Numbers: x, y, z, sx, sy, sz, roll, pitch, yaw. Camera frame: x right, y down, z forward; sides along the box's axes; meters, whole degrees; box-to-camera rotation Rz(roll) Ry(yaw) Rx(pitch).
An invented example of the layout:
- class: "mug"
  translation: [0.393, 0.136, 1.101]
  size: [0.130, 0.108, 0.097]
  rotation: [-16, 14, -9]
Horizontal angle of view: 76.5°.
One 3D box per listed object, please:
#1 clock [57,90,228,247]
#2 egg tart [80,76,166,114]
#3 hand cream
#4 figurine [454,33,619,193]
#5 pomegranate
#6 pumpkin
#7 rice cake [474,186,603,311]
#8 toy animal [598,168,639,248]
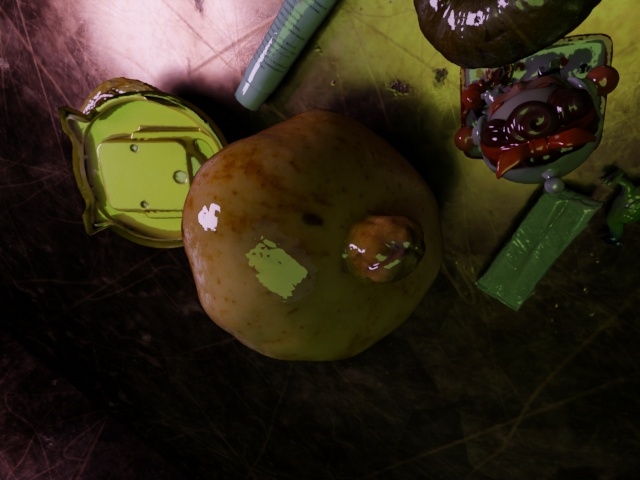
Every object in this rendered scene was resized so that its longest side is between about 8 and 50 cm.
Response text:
- class: "clock"
  translation: [-0.295, -0.124, 0.731]
  size: [0.294, 0.071, 0.276]
  rotation: [7, 113, 0]
- class: "egg tart"
  translation: [-0.333, -0.181, 0.815]
  size: [0.291, 0.115, 0.289]
  rotation: [7, 122, 12]
- class: "hand cream"
  translation: [-0.034, -0.333, 0.609]
  size: [0.085, 0.058, 0.331]
  rotation: [44, 128, -2]
- class: "figurine"
  translation: [0.251, -0.137, 0.486]
  size: [0.184, 0.226, 0.160]
  rotation: [2, 121, 26]
- class: "pomegranate"
  translation: [0.000, 0.000, 0.591]
  size: [0.411, 0.410, 0.409]
  rotation: [12, 124, 19]
- class: "pumpkin"
  translation: [0.198, -0.297, 0.435]
  size: [0.219, 0.162, 0.218]
  rotation: [14, 114, 36]
- class: "rice cake"
  translation: [0.338, 0.015, 0.647]
  size: [0.085, 0.040, 0.226]
  rotation: [38, 132, 24]
- class: "toy animal"
  translation: [0.438, -0.087, 0.546]
  size: [0.075, 0.041, 0.216]
  rotation: [28, 123, 12]
